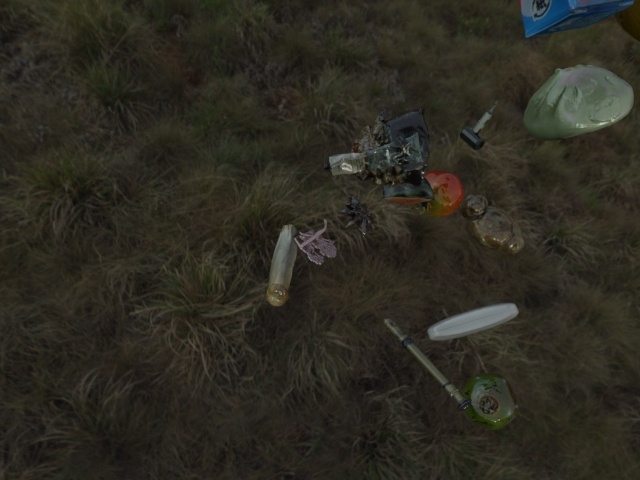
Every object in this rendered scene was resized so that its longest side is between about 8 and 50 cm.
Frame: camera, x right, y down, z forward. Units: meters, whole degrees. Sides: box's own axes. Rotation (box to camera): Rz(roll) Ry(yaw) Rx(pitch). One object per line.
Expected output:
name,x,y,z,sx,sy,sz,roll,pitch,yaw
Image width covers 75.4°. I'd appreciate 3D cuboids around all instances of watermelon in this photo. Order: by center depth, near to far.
watermelon,0.325,-0.213,1.553,0.193,0.137,0.145,4,81,0

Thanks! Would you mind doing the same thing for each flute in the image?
flute,0.190,0.221,0.776,0.027,0.027,0.233,-16,35,-22

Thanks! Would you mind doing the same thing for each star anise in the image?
star anise,0.119,-0.075,1.245,0.141,0.042,0.140,23,52,-32

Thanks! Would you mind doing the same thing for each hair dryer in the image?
hair dryer,0.658,-0.472,1.675,0.057,0.197,0.100,-3,44,-38

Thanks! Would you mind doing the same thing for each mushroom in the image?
mushroom,-0.144,0.089,1.611,0.095,0.122,0.350,10,51,-6

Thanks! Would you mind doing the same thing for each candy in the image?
candy,0.384,-0.504,0.663,0.158,0.100,0.305,-19,97,-19

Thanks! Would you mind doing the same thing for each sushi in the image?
sushi,0.190,-0.263,1.192,0.219,0.238,0.224,0,91,2

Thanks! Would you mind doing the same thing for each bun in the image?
bun,0.760,-0.432,1.244,0.293,0.293,0.187,-42,115,-32

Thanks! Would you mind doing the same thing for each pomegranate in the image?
pomegranate,0.540,0.516,1.332,0.180,0.210,0.179,-7,72,24
pomegranate,0.523,-0.204,1.877,0.257,0.220,0.220,-28,66,-18

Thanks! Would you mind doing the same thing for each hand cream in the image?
hand cream,0.129,-0.212,1.053,0.248,0.075,0.051,-13,47,3

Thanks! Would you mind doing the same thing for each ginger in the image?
ginger,0.615,-0.059,1.502,0.304,0.155,0.244,23,31,-55

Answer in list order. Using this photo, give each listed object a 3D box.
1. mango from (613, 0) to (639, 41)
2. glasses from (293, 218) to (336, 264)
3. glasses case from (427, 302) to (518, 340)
mango,0.740,-0.585,0.829,0.446,0.300,0.232,36,81,-33
glasses,0.000,0.009,1.679,0.162,0.095,0.255,53,29,5
glasses case,0.395,0.213,1.081,0.234,0.092,0.059,-19,70,10
